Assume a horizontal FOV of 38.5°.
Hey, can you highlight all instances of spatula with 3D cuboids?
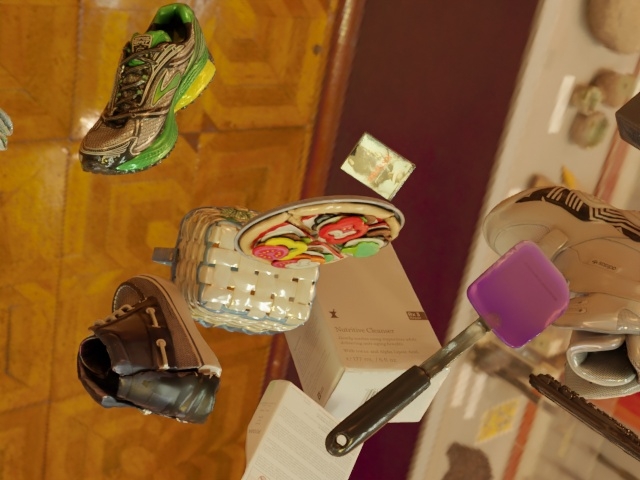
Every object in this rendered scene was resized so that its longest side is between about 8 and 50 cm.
[{"bbox_3d":[0.122,0.120,0.921,0.296,0.084,0.030,-40,169,3],"label":"spatula"}]

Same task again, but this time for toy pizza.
[{"bbox_3d":[0.000,0.000,1.067,0.201,0.201,0.032,14,60,-48],"label":"toy pizza"}]

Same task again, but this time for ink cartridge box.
[{"bbox_3d":[-0.047,0.352,1.382,0.181,0.056,0.225,43,59,-26],"label":"ink cartridge box"}]

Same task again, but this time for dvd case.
[{"bbox_3d":[0.111,-0.143,1.770,0.119,0.013,0.087,33,107,-12],"label":"dvd case"}]

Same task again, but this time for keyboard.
[{"bbox_3d":[0.279,0.181,0.858,0.023,0.180,0.108,-54,157,-1],"label":"keyboard"}]

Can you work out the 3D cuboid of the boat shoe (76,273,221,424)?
[{"bbox_3d":[-0.269,0.129,1.280,0.158,0.340,0.127,15,102,-34],"label":"boat shoe"}]

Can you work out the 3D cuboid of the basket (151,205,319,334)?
[{"bbox_3d":[-0.126,0.050,1.497,0.254,0.289,0.201,13,80,-22],"label":"basket"}]

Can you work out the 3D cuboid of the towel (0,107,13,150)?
[{"bbox_3d":[-0.575,-0.146,1.082,0.374,0.320,0.090,-1,92,-12],"label":"towel"}]

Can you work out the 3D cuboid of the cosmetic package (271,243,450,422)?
[{"bbox_3d":[0.054,0.136,1.661,0.217,0.385,0.156,3,132,-26],"label":"cosmetic package"}]

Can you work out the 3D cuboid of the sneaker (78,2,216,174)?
[{"bbox_3d":[-0.279,-0.233,1.399,0.146,0.134,0.344,76,27,-47],"label":"sneaker"}]

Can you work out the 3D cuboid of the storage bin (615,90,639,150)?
[{"bbox_3d":[0.488,-0.161,1.295,0.091,0.135,0.098,-35,132,-4],"label":"storage bin"}]

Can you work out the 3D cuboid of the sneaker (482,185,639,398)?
[{"bbox_3d":[0.306,0.057,1.097,0.210,0.365,0.137,-40,128,-27],"label":"sneaker"}]
